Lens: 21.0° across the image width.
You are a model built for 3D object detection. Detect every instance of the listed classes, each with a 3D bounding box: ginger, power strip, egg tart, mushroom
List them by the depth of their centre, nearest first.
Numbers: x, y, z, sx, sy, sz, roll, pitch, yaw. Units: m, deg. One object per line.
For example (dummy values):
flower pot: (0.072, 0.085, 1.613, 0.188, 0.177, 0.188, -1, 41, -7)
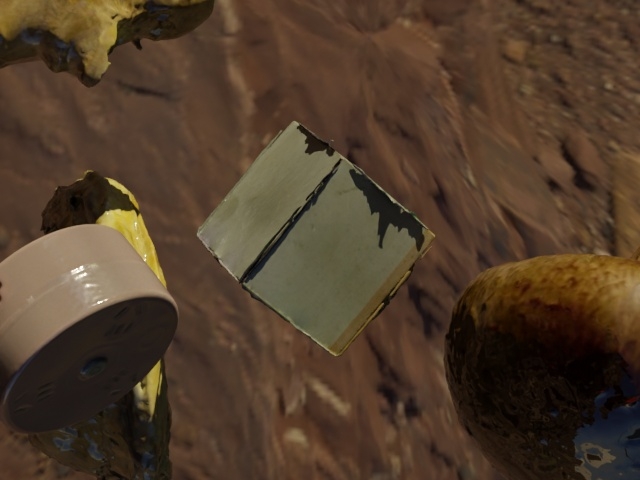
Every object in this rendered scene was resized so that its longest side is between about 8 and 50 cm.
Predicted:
power strip: (-0.181, 0.066, 1.246, 0.154, 0.154, 0.078, -43, 64, 6)
mushroom: (0.263, 0.059, 1.406, 0.331, 0.334, 0.356, -5, 87, -31)
ginger: (-0.243, -0.225, 1.529, 0.270, 0.123, 0.219, -27, 71, -37)
egg tart: (-0.241, 0.107, 1.719, 0.150, 0.352, 0.352, -9, 97, -17)

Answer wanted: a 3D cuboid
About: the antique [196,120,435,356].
antique: (0.000, 0.000, 1.537, 0.148, 0.152, 0.146, 40, 91, -26)
